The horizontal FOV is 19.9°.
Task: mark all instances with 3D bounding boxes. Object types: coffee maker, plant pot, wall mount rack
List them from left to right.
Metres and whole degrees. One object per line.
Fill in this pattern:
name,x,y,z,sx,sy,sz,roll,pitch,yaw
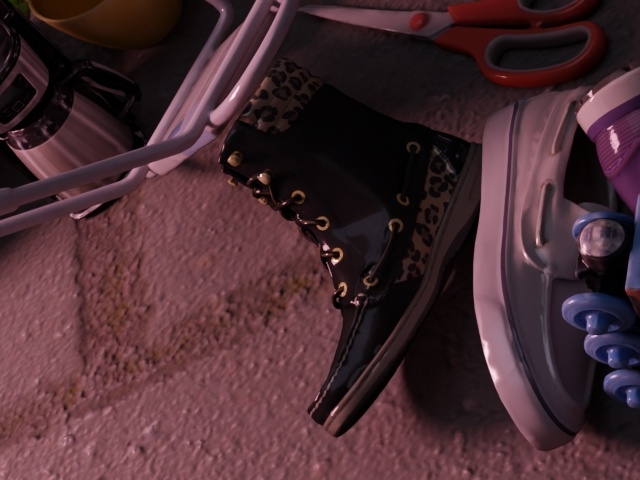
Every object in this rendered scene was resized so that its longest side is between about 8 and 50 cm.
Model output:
coffee maker,-0.256,-0.118,1.521,0.171,0.178,0.120,15,70,42
plant pot,-0.174,-0.220,1.587,0.134,0.095,0.134,-19,52,26
wall mount rack,-0.145,-0.099,1.342,0.304,0.130,0.350,-61,10,-15

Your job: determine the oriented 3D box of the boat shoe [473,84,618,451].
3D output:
boat shoe,0.161,0.009,1.187,0.088,0.096,0.267,-22,42,30

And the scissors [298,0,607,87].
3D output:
scissors,0.088,-0.158,1.400,0.297,0.021,0.109,-2,62,34

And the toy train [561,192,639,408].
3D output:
toy train,0.208,0.040,1.066,0.105,0.184,0.080,-2,59,24

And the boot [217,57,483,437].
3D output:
boot,0.000,0.000,1.252,0.179,0.085,0.236,28,69,2

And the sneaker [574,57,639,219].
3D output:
sneaker,0.315,-0.094,1.155,0.283,0.107,0.124,-28,76,10

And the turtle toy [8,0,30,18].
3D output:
turtle toy,-0.313,-0.172,1.680,0.130,0.066,0.095,-44,45,4
